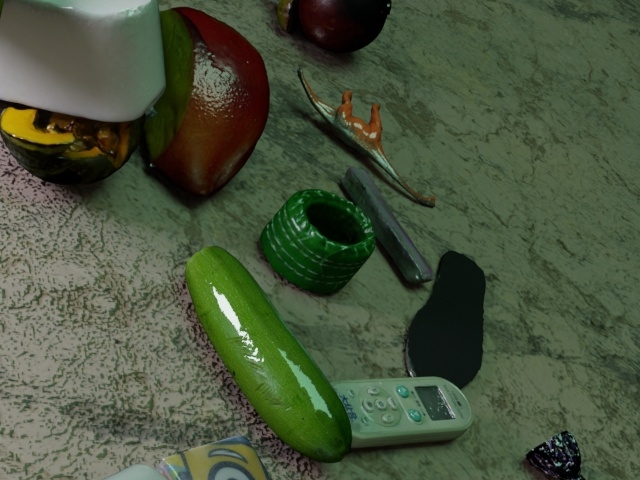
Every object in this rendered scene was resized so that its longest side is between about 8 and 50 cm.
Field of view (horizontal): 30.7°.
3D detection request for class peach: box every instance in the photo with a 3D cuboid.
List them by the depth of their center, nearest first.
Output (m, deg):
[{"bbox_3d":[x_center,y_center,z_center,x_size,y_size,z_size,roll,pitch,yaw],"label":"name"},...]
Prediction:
[{"bbox_3d":[-0.140,-0.180,1.471,0.159,0.154,0.267,12,40,-34],"label":"peach"}]

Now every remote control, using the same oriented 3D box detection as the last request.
[{"bbox_3d":[0.084,0.195,1.323,0.221,0.042,0.078,4,45,-40],"label":"remote control"}]

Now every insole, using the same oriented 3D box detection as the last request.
[{"bbox_3d":[0.170,0.103,1.535,0.110,0.012,0.309,31,34,-7],"label":"insole"}]

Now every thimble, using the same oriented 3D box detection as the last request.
[{"bbox_3d":[0.000,0.000,1.437,0.130,0.090,0.118,-12,60,-47],"label":"thimble"}]

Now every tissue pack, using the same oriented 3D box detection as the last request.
[{"bbox_3d":[-0.081,0.262,1.077,0.109,0.060,0.148,-9,56,-46],"label":"tissue pack"}]

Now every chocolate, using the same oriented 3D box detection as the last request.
[{"bbox_3d":[0.304,0.302,1.388,0.072,0.070,0.147,7,53,-52],"label":"chocolate"}]

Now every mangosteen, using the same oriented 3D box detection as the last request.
[{"bbox_3d":[0.016,-0.389,1.868,0.200,0.200,0.200,24,36,-19],"label":"mangosteen"}]

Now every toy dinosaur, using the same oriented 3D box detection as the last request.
[{"bbox_3d":[0.069,-0.154,1.721,0.279,0.055,0.101,34,43,-7],"label":"toy dinosaur"}]

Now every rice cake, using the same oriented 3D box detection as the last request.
[{"bbox_3d":[0.090,-0.019,1.590,0.047,0.036,0.206,5,44,-45],"label":"rice cake"}]

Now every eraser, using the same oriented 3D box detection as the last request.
[{"bbox_3d":[-0.331,-0.268,1.310,0.331,0.150,0.331,3,40,-2],"label":"eraser"}]

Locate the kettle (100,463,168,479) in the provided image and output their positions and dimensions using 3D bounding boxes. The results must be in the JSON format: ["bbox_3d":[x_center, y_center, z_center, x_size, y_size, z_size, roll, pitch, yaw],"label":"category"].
[{"bbox_3d":[-0.199,0.244,0.962,0.148,0.098,0.127,-16,65,-46],"label":"kettle"}]

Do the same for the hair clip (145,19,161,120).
[{"bbox_3d":[-0.256,-0.233,1.465,0.054,0.140,0.220,47,19,-48],"label":"hair clip"}]

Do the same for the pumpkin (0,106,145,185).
[{"bbox_3d":[-0.273,-0.119,1.319,0.119,0.107,0.183,28,45,24],"label":"pumpkin"}]

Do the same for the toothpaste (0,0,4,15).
[{"bbox_3d":[-0.374,-0.314,1.190,0.110,0.077,0.327,-4,42,-4],"label":"toothpaste"}]

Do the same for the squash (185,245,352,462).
[{"bbox_3d":[-0.064,0.117,1.246,0.082,0.082,0.292,-8,53,-47],"label":"squash"}]
